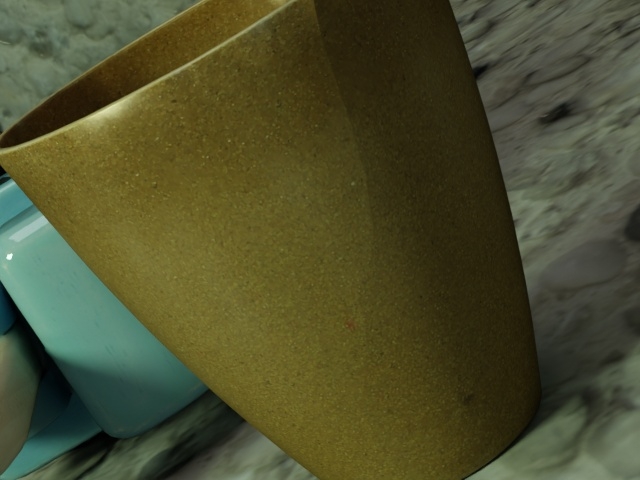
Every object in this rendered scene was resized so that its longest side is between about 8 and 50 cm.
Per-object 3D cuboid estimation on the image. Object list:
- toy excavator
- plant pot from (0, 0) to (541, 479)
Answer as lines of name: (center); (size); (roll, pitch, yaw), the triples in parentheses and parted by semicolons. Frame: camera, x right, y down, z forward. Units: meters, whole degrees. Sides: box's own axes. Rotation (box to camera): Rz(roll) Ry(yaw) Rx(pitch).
toy excavator: (-0.192, 0.071, 1.093); (0.433, 0.222, 0.445); (-32, 14, -3)
plant pot: (0.000, 0.000, 0.878); (0.237, 0.254, 0.237); (-28, 14, 8)
